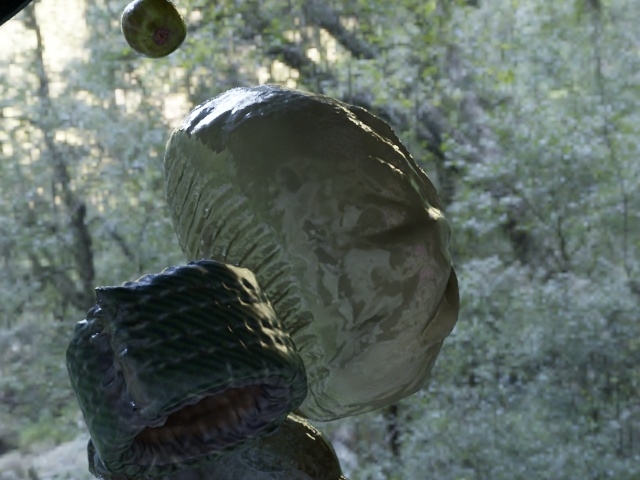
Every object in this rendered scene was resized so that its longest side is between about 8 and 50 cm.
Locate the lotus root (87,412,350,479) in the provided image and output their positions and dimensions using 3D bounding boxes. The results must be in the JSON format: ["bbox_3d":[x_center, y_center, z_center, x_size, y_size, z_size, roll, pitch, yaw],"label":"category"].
[{"bbox_3d":[-0.108,0.268,1.244,0.350,0.174,0.175,10,13,16],"label":"lotus root"}]

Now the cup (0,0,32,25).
[{"bbox_3d":[-0.458,-0.466,1.097,0.392,0.401,0.310,44,33,8],"label":"cup"}]

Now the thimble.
[{"bbox_3d":[-0.081,0.077,0.607,0.135,0.118,0.090,-4,53,-42],"label":"thimble"}]

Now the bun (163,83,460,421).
[{"bbox_3d":[0.000,0.000,1.035,0.219,0.365,0.365,-26,19,-25],"label":"bun"}]

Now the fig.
[{"bbox_3d":[-0.249,-0.304,1.450,0.093,0.093,0.166,-7,12,-24],"label":"fig"}]
